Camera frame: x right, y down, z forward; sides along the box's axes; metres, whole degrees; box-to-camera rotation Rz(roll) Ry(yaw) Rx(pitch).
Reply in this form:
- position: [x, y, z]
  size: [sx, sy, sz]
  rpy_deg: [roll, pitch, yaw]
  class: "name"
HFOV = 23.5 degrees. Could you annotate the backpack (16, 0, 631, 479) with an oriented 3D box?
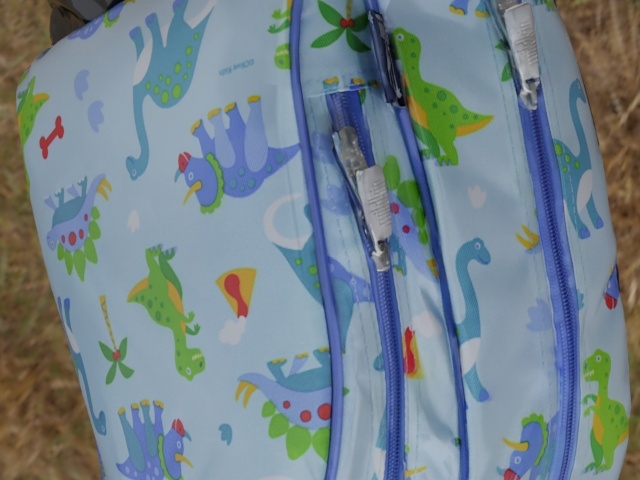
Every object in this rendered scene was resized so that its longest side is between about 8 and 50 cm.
- position: [0.000, 0.000, 0.712]
  size: [0.290, 0.273, 0.355]
  rpy_deg: [-14, 100, 45]
  class: "backpack"
